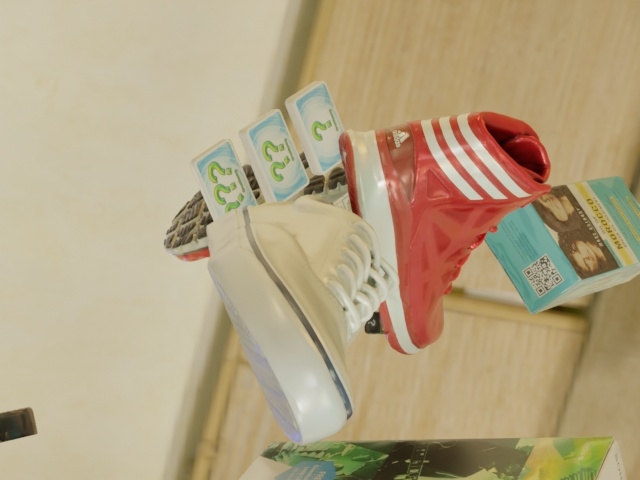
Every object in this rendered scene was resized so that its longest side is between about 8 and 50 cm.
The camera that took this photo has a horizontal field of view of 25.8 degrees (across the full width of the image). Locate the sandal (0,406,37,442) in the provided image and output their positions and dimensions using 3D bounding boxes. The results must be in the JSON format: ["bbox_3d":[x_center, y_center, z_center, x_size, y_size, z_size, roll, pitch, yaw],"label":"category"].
[{"bbox_3d":[-0.369,0.195,1.194,0.097,0.254,0.054,135,123,-82],"label":"sandal"}]

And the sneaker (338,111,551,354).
[{"bbox_3d":[0.093,-0.001,0.907,0.221,0.128,0.087,68,-169,-59],"label":"sneaker"}]

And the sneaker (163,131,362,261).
[{"bbox_3d":[-0.037,-0.013,1.424,0.279,0.118,0.107,-14,38,30],"label":"sneaker"}]

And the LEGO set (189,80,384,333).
[{"bbox_3d":[0.000,0.000,1.250,0.060,0.182,0.244,-4,114,44],"label":"LEGO set"}]

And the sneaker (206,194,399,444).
[{"bbox_3d":[-0.006,0.022,0.745,0.258,0.091,0.094,-118,5,-70],"label":"sneaker"}]

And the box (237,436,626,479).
[{"bbox_3d":[0.058,0.234,1.099,0.232,0.322,0.058,-45,-53,-57],"label":"box"}]

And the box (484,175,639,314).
[{"bbox_3d":[0.250,-0.001,1.357,0.060,0.244,0.100,-39,75,30],"label":"box"}]
